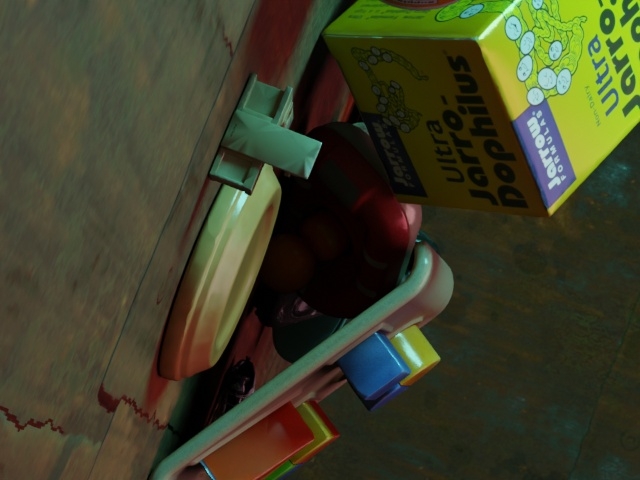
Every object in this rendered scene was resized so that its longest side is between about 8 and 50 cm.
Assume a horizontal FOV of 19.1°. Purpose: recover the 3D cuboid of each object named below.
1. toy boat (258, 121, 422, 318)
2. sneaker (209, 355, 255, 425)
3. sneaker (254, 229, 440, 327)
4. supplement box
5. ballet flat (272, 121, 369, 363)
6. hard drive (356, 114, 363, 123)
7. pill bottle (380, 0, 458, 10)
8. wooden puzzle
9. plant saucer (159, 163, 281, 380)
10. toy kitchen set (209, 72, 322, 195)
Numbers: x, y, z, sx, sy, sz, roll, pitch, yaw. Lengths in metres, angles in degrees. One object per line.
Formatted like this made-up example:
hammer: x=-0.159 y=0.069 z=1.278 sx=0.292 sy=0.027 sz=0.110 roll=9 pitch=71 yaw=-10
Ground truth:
toy boat: x=0.000 y=0.000 z=1.894 sx=0.151 sy=0.151 sz=0.231 roll=-33 pitch=159 yaw=-23
sneaker: x=-0.092 y=0.167 z=2.024 sx=0.069 sy=0.038 sz=0.098 roll=102 pitch=0 yaw=-54
sneaker: x=0.037 y=0.038 z=2.049 sx=0.234 sy=0.106 sz=0.078 roll=-27 pitch=131 yaw=-35
supplement box: x=0.207 y=-0.207 z=1.778 sx=0.356 sy=0.195 sz=0.194 roll=-45 pitch=123 yaw=-30
ballet flat: x=0.032 y=0.005 z=2.196 sx=0.106 sy=0.108 sz=0.316 roll=-30 pitch=145 yaw=-55
hard drive: x=0.073 y=-0.067 z=2.351 sx=0.172 sy=0.054 sz=0.254 roll=-2 pitch=-113 yaw=63
pill bottle: x=0.076 y=-0.252 z=1.439 sx=0.245 sy=0.136 sz=0.136 roll=73 pitch=39 yaw=-83
wooden puzzle: x=0.004 y=0.152 z=1.842 sx=0.348 sy=0.080 sz=0.322 roll=-41 pitch=171 yaw=3
plant saucer: x=-0.076 y=0.024 z=1.536 sx=0.200 sy=0.037 sz=0.200 roll=21 pitch=90 yaw=-85
toy kitchen set: x=-0.035 y=-0.065 z=1.415 sx=0.075 sy=0.068 sz=0.083 roll=92 pitch=19 yaw=-76
